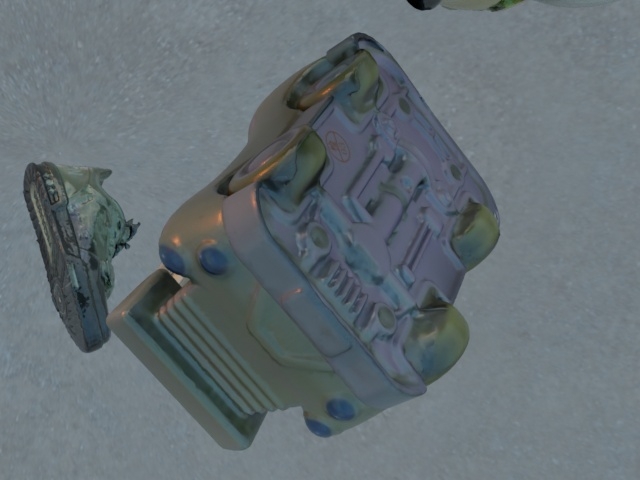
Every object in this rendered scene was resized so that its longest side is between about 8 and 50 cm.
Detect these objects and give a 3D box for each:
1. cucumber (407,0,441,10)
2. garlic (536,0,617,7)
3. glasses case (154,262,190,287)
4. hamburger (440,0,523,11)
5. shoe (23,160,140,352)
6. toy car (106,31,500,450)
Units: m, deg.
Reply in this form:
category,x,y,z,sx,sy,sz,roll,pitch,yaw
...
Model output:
category,x,y,z,sx,sy,sz,roll,pitch,yaw
cucumber,0.036,-0.138,0.382,0.039,0.163,0.043,-20,67,6
garlic,0.175,-0.277,0.584,0.203,0.281,0.185,-34,137,27
glasses case,-0.136,0.038,0.956,0.196,0.050,0.083,-58,149,-27
hamburger,0.208,-0.459,1.210,0.170,0.302,0.302,-23,105,-53
shoe,-0.321,0.011,1.266,0.149,0.109,0.293,-12,72,-35
toy car,0.000,0.000,0.787,0.226,0.336,0.242,-29,109,33
